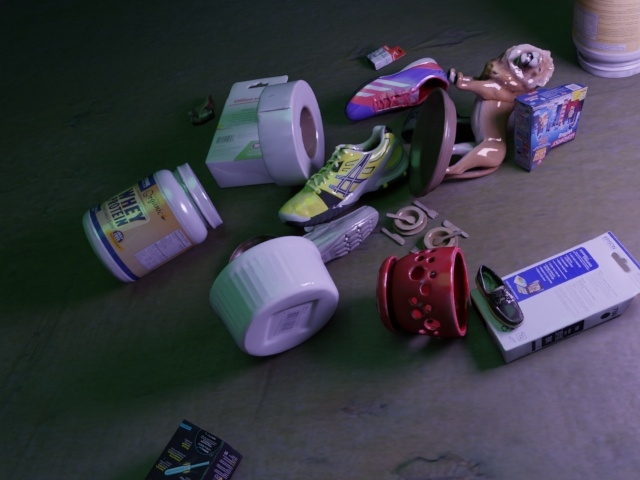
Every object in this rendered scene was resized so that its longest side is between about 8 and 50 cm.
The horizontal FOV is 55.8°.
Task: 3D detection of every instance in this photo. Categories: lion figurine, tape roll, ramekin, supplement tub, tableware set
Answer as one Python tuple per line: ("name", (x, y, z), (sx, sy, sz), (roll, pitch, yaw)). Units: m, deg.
("lion figurine", (0.430, -0.307, 1.541), (0.240, 0.392, 0.142), (9, 18, -8))
("tape roll", (-0.076, -0.291, 1.659), (0.100, 0.286, 0.286), (-4, 52, 18))
("ramekin", (-0.094, 0.134, 1.345), (0.277, 0.277, 0.135), (-31, 57, -5))
("supplement tub", (0.786, -0.620, 1.573), (0.241, 0.331, 0.241), (-10, 51, 12))
("supplement tub", (-0.451, -0.052, 1.644), (0.316, 0.228, 0.228), (-31, 49, -5))
("tableware set", (0.256, -0.030, 1.493), (0.128, 0.039, 0.194), (-40, 51, -13))

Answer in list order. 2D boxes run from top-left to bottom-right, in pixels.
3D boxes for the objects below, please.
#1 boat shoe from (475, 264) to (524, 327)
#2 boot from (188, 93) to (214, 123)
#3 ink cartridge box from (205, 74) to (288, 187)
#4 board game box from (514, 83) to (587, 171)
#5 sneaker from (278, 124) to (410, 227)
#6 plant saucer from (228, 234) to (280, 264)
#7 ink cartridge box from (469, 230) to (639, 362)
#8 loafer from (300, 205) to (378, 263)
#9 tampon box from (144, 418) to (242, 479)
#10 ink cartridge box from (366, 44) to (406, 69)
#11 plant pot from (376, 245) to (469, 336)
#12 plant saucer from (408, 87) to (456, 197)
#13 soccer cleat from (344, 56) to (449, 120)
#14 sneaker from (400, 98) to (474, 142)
("boat shoe", (0.366, 0.114, 1.251), (0.056, 0.049, 0.152), (-29, 49, -3))
("boot", (-0.410, -0.448, 2.066), (0.087, 0.042, 0.118), (-19, 49, 8))
("ink cartridge box", (-0.200, -0.337, 1.849), (0.207, 0.119, 0.353), (-3, 53, 19))
("board game box", (0.556, -0.280, 1.506), (0.194, 0.194, 0.060), (-21, 43, -24))
("sneaker", (0.047, -0.169, 1.588), (0.384, 0.147, 0.145), (-32, 29, -12))
("plant saucer", (-0.158, 0.059, 1.581), (0.168, 0.029, 0.168), (-10, 51, 13))
("ink cartridge box", (0.502, 0.117, 1.272), (0.332, 0.065, 0.165), (-24, 48, 3))
("loafer", (0.000, 0.000, 1.505), (0.319, 0.112, 0.111), (-32, 60, -13))
("tampon box", (-0.263, 0.476, 1.240), (0.120, 0.101, 0.161), (17, 61, 31))
("ink cartridge box", (0.214, -0.605, 1.970), (0.115, 0.029, 0.063), (-29, 49, -4))
("plant pot", (0.219, 0.110, 1.298), (0.174, 0.191, 0.191), (-2, 53, 22))
("plant saucer", (0.280, -0.242, 1.522), (0.041, 0.278, 0.278), (9, 52, -9))
("soccer cleat", (0.224, -0.430, 1.783), (0.318, 0.108, 0.116), (-27, 53, -5))
("sneaker", (0.344, -0.340, 1.675), (0.227, 0.087, 0.130), (2, 60, 28))
